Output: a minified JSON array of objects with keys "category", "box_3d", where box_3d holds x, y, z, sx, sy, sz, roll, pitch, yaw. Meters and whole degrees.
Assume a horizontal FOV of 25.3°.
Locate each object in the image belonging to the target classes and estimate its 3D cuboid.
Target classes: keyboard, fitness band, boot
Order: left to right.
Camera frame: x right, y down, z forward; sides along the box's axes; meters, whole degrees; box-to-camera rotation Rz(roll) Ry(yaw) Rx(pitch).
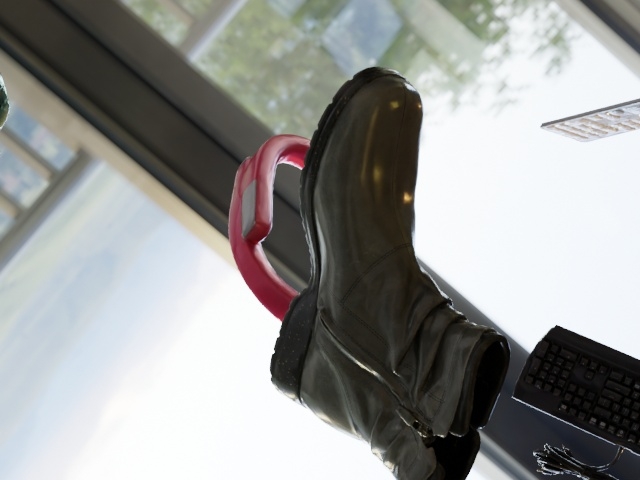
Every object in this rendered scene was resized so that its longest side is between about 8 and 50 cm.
[{"category":"fitness band","box_3d":[0.000,0.000,1.544,0.054,0.209,0.291,-46,-156,31]},{"category":"boot","box_3d":[0.059,0.031,0.871,0.083,0.161,0.246,-9,119,-40]},{"category":"keyboard","box_3d":[0.398,0.253,1.845,0.033,0.317,0.201,-43,155,-68]},{"category":"keyboard","box_3d":[0.312,-0.118,1.226,0.072,0.014,0.256,3,168,-45]}]

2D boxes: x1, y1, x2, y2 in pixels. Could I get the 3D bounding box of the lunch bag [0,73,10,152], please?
[{"category":"lunch bag","box_3d":[-0.309,-0.090,0.816,0.223,0.262,0.160,-46,172,37]}]
